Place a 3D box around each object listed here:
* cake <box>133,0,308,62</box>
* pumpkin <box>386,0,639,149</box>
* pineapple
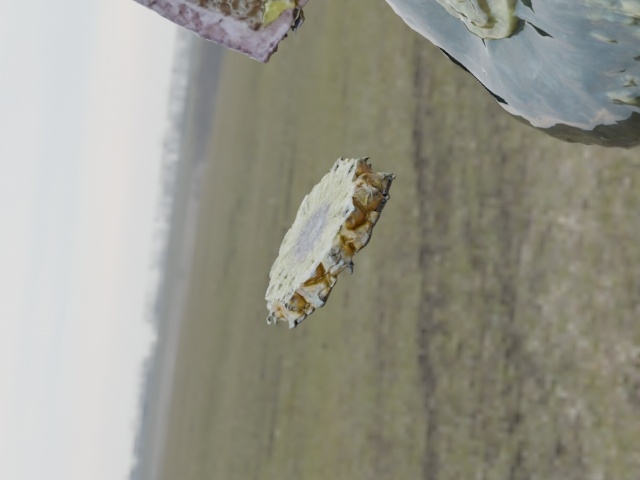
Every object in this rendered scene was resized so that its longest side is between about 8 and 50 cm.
[{"bbox_3d":[-0.114,-0.222,1.219,0.116,0.295,0.113,-60,23,20],"label":"cake"},{"bbox_3d":[0.208,-0.284,1.276,0.344,0.454,0.454,-47,-5,-15],"label":"pumpkin"},{"bbox_3d":[0.000,0.000,1.847,0.221,0.047,0.221,-53,15,21],"label":"pineapple"}]
